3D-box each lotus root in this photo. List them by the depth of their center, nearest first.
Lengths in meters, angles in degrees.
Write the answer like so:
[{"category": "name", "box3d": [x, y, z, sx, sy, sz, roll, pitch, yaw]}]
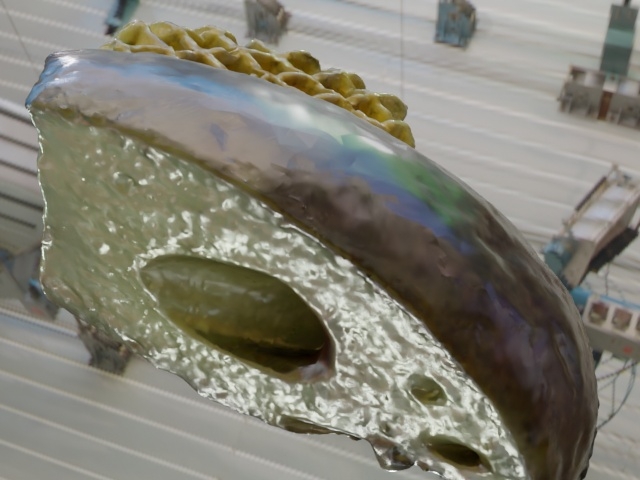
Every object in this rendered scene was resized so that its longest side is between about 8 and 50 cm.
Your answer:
[{"category": "lotus root", "box3d": [0.001, -0.003, 0.523, 0.314, 0.142, 0.210, 21, -146, -1]}]

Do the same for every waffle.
[{"category": "waffle", "box3d": [-0.043, -0.097, 0.821, 0.261, 0.056, 0.250, 17, -154, -2]}]
